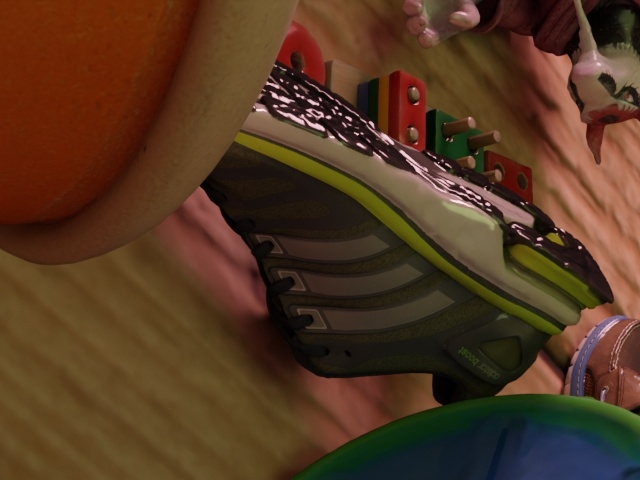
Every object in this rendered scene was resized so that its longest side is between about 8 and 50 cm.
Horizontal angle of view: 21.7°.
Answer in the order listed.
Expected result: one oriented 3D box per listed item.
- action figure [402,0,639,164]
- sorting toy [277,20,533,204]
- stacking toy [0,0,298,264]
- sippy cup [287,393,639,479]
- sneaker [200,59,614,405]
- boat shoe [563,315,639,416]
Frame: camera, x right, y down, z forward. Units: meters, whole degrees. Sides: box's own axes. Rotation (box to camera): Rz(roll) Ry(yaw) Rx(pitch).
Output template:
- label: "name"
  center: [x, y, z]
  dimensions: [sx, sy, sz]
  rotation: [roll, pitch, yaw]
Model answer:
- label: "action figure"
  center: [0.149, -0.231, 1.057]
  dimensions: [0.276, 0.248, 0.370]
  rotation: [-119, -159, -79]
- label: "sorting toy"
  center: [0.062, -0.022, 0.944]
  dimensions: [0.274, 0.046, 0.132]
  rotation: [23, 62, -44]
- label: "stacking toy"
  center: [-0.264, -0.161, 0.478]
  dimensions: [0.480, 0.351, 0.350]
  rotation: [-2, 79, -31]
- label: "sippy cup"
  center: [0.088, 0.227, 0.775]
  dimensions: [0.305, 0.240, 0.224]
  rotation: [-30, 114, -19]
- label: "sneaker"
  center: [0.000, 0.000, 0.814]
  dimensions: [0.300, 0.121, 0.111]
  rotation: [28, 14, -21]
- label: "boat shoe"
  center: [0.187, 0.117, 1.026]
  dimensions: [0.066, 0.066, 0.183]
  rotation: [49, 46, -27]
